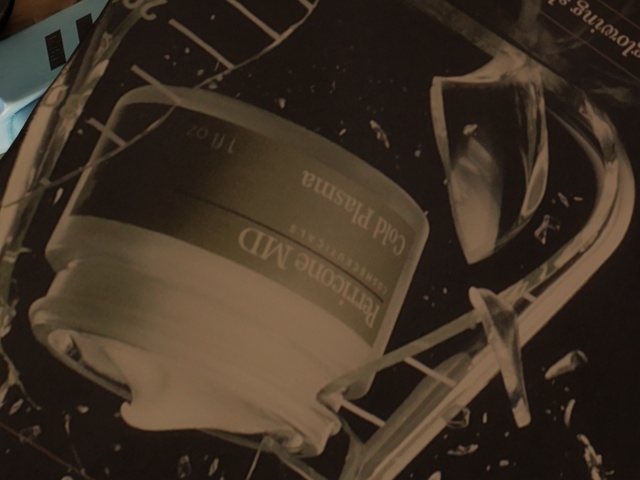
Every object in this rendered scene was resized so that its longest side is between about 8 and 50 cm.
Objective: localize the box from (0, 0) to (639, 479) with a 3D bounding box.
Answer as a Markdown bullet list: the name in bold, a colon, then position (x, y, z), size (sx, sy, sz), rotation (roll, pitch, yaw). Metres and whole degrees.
- **box**: position (0.040, 0.040, 0.813), size (0.480, 0.472, 0.297), rotation (33, 169, -6)

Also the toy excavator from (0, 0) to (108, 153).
- **toy excavator**: position (-0.104, -0.112, 1.099), size (0.445, 0.433, 0.222), rotation (61, 166, -2)

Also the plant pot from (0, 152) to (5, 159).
- **plant pot**: position (-0.188, -0.080, 1.446), size (0.293, 0.293, 0.235), rotation (39, 152, -31)
